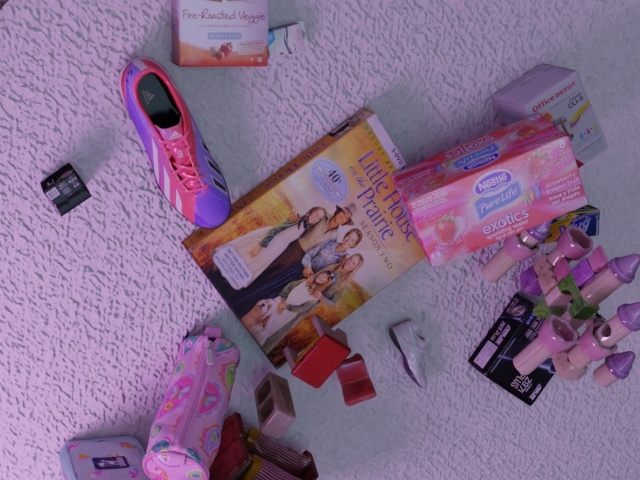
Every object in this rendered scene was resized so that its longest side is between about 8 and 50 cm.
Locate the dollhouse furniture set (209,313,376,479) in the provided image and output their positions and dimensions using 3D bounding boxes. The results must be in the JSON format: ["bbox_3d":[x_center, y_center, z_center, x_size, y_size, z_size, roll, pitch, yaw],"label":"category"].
[{"bbox_3d":[-0.034,0.350,1.829,0.201,0.152,0.374,32,109,-25],"label":"dollhouse furniture set"}]

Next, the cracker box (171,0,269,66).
[{"bbox_3d":[-0.167,-0.407,1.648,0.155,0.067,0.232,-5,107,-20],"label":"cracker box"}]

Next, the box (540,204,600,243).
[{"bbox_3d":[0.479,-0.033,2.006,0.168,0.054,0.059,-8,109,-17],"label":"box"}]

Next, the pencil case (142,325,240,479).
[{"bbox_3d":[-0.220,0.289,1.727,0.124,0.284,0.124,7,136,7],"label":"pencil case"}]

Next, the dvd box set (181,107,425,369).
[{"bbox_3d":[0.000,0.000,1.835,0.420,0.062,0.308,-36,115,-7],"label":"dvd box set"}]

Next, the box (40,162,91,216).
[{"bbox_3d":[-0.422,-0.085,1.641,0.062,0.083,0.052,-35,113,-7],"label":"box"}]

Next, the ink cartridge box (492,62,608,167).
[{"bbox_3d":[0.437,-0.228,1.892,0.128,0.127,0.176,-34,113,-7],"label":"ink cartridge box"}]

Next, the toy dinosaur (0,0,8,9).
[{"bbox_3d":[-0.568,-0.297,1.540,0.118,0.064,0.268,22,95,-31],"label":"toy dinosaur"}]

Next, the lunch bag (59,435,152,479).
[{"bbox_3d":[-0.341,0.463,1.759,0.262,0.223,0.160,41,87,-26],"label":"lunch bag"}]

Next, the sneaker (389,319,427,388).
[{"bbox_3d":[0.191,0.228,1.980,0.061,0.053,0.152,-28,113,-13],"label":"sneaker"}]

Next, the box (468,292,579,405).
[{"bbox_3d":[0.420,0.225,2.049,0.147,0.077,0.180,35,92,-26],"label":"box"}]

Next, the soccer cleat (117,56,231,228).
[{"bbox_3d":[-0.240,-0.154,1.656,0.108,0.116,0.318,-28,108,-10],"label":"soccer cleat"}]

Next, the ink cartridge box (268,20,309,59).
[{"bbox_3d":[-0.057,-0.350,1.726,0.083,0.028,0.048,-19,112,-15],"label":"ink cartridge box"}]

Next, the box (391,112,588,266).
[{"bbox_3d":[0.297,-0.091,1.766,0.299,0.154,0.142,-22,115,2],"label":"box"}]

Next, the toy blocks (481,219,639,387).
[{"bbox_3d":[0.518,0.093,1.877,0.308,0.289,0.260,15,133,-30],"label":"toy blocks"}]
